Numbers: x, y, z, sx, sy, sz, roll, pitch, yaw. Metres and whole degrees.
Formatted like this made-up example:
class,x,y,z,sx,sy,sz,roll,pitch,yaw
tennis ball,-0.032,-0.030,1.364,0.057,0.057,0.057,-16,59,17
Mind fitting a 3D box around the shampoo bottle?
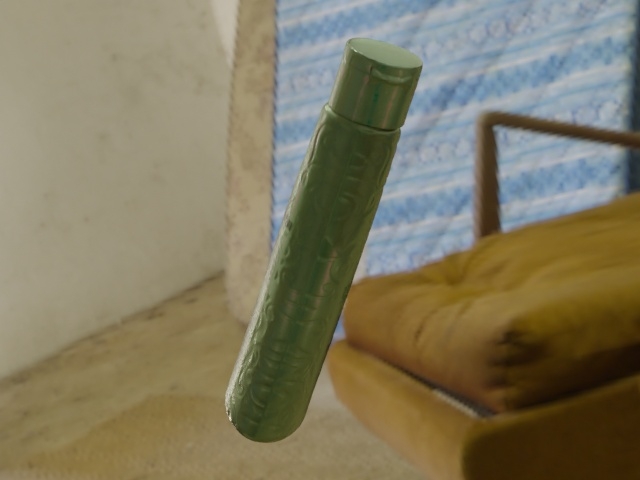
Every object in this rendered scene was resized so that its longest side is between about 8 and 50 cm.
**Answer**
class,x,y,z,sx,sy,sz,roll,pitch,yaw
shampoo bottle,0.000,0.000,0.577,0.041,0.191,0.069,20,23,3
